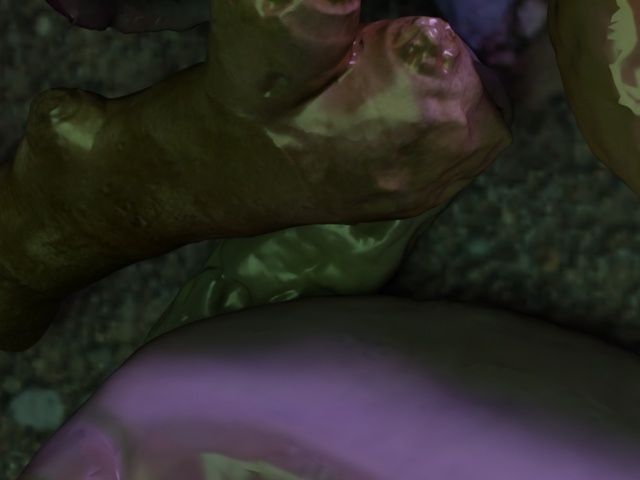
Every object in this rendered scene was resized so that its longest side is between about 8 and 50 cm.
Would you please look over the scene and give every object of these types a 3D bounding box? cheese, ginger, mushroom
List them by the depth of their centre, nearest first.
[{"bbox_3d":[0.074,0.201,0.619,0.397,0.224,0.313,24,125,20],"label":"mushroom"},{"bbox_3d":[-0.060,-0.018,0.633,0.118,0.065,0.299,38,140,-25],"label":"ginger"},{"bbox_3d":[0.000,0.000,0.675,0.065,0.043,0.194,44,112,9],"label":"cheese"}]

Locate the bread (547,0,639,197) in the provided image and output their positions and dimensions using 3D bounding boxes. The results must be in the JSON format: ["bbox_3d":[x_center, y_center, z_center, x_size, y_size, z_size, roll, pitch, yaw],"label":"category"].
[{"bbox_3d":[0.192,-0.091,0.535,0.244,0.134,0.244,3,99,19],"label":"bread"}]

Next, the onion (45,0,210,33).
[{"bbox_3d":[-0.023,-0.174,0.582,0.207,0.200,0.200,-25,92,40],"label":"onion"}]
